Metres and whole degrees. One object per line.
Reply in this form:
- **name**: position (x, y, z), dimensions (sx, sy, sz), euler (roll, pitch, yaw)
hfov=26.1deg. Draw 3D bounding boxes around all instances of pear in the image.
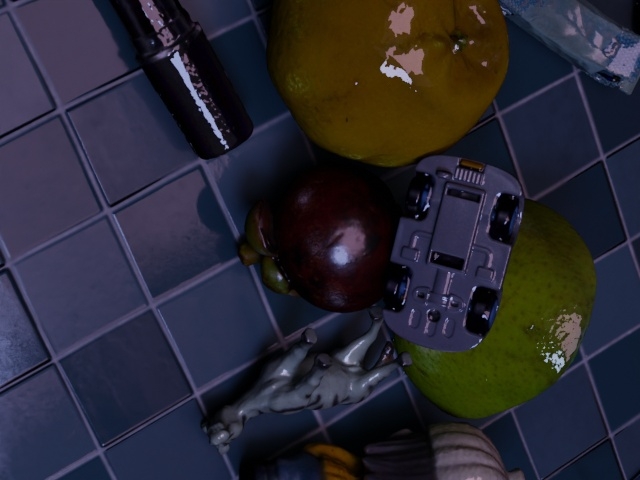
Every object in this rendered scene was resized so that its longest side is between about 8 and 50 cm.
- **pear**: position (0.206, 0.081, 1.642), dimensions (0.139, 0.239, 0.288), euler (27, 91, -37)

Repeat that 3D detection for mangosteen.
- **mangosteen**: position (0.000, 0.000, 1.579), dimensions (0.200, 0.200, 0.200), euler (-6, 103, -24)

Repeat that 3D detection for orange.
- **orange**: position (0.078, -0.218, 1.522), dimensions (0.279, 0.235, 0.279), euler (-6, 103, -29)

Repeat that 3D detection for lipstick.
- **lipstick**: position (-0.170, -0.222, 1.489), dimensions (0.081, 0.081, 0.299), euler (-37, 115, -14)

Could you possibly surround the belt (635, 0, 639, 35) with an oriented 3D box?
- **belt**: position (0.500, -0.271, 1.800), dimensions (0.151, 0.078, 0.198), euler (-48, 114, -14)

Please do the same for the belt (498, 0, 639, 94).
- **belt**: position (0.291, -0.273, 1.694), dimensions (0.302, 0.087, 0.072), euler (27, 85, -28)

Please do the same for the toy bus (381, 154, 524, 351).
- **toy bus**: position (0.152, 0.013, 1.532), dimensions (0.126, 0.136, 0.209), euler (15, 96, 14)

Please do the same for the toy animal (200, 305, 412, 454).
- **toy animal**: position (-0.018, 0.158, 1.610), dimensions (0.255, 0.170, 0.090), euler (-14, 66, -18)

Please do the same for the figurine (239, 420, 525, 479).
- **figurine**: position (0.080, 0.313, 1.652), dimensions (0.332, 0.204, 0.185), euler (5, 71, -30)

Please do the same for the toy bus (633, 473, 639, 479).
- **toy bus**: position (0.524, 0.307, 1.946), dimensions (0.190, 0.064, 0.075), euler (-42, 127, -12)
